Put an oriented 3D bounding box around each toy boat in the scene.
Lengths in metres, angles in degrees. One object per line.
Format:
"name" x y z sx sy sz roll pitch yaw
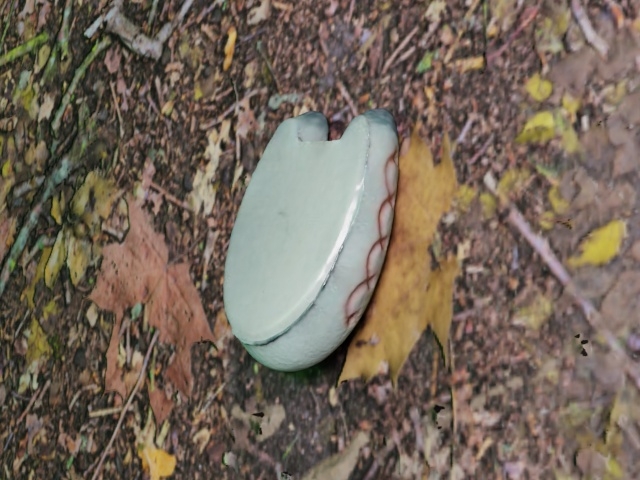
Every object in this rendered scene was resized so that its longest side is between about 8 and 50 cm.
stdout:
"toy boat" 0.000 0.000 0.990 0.134 0.079 0.207 3 73 43
